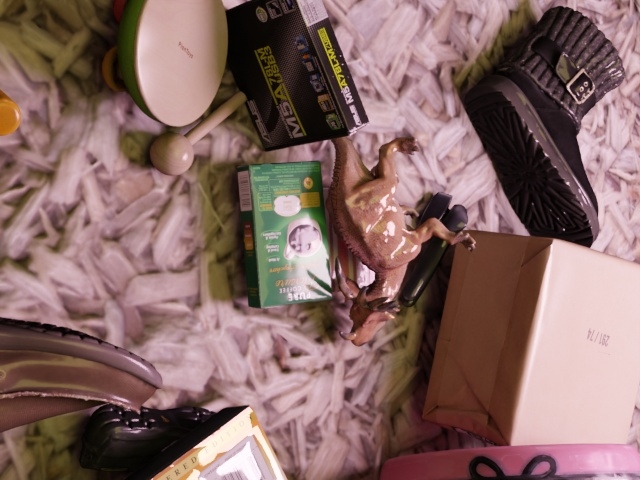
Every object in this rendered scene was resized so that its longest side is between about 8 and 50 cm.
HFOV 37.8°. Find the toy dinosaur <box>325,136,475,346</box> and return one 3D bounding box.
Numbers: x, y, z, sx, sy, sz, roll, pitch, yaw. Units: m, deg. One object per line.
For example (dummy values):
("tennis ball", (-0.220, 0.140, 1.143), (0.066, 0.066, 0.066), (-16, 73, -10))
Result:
("toy dinosaur", (0.062, -0.015, 1.235), (0.200, 0.127, 0.296), (-35, 104, -24))

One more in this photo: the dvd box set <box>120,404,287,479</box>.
("dvd box set", (-0.107, 0.438, 1.021), (0.307, 0.062, 0.420), (-32, 101, -42))

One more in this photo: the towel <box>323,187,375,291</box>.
("towel", (0.000, 0.000, 1.280), (0.197, 0.029, 0.144), (-1, 89, -34))

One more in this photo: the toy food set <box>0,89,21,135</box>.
("toy food set", (-0.430, -0.104, 0.937), (0.232, 0.104, 0.111), (-39, 126, -12))

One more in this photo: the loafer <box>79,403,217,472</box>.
("loafer", (-0.181, 0.243, 1.113), (0.223, 0.076, 0.078), (14, 111, -40))

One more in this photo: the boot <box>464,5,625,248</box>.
("boot", (0.405, -0.182, 1.522), (0.260, 0.131, 0.348), (-42, 112, -30))

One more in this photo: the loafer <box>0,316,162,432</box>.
("loafer", (-0.346, 0.143, 0.963), (0.366, 0.134, 0.130), (13, 85, -26))

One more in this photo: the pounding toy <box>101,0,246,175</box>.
("pounding toy", (-0.196, -0.213, 1.110), (0.183, 0.110, 0.237), (-58, 150, -35))

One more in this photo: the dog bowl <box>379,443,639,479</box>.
("dog bowl", (0.254, 0.359, 1.244), (0.408, 0.408, 0.150), (11, 69, -36))

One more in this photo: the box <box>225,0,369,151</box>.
("box", (-0.042, -0.212, 1.157), (0.045, 0.184, 0.191), (-34, 109, -35))

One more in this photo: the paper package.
("paper package", (0.341, 0.157, 1.408), (0.325, 0.168, 0.310), (14, 86, -43))

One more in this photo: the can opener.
("can opener", (0.167, 0.018, 1.394), (0.186, 0.073, 0.059), (-63, 160, -17))

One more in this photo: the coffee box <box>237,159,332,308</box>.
("coffee box", (-0.046, -0.008, 1.206), (0.113, 0.040, 0.184), (-7, 92, -34))
